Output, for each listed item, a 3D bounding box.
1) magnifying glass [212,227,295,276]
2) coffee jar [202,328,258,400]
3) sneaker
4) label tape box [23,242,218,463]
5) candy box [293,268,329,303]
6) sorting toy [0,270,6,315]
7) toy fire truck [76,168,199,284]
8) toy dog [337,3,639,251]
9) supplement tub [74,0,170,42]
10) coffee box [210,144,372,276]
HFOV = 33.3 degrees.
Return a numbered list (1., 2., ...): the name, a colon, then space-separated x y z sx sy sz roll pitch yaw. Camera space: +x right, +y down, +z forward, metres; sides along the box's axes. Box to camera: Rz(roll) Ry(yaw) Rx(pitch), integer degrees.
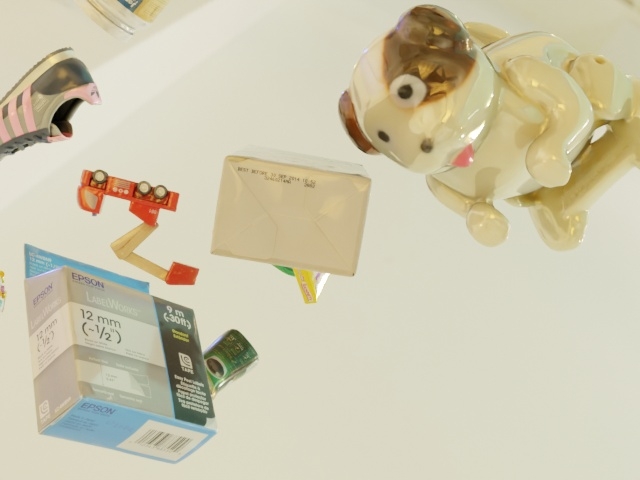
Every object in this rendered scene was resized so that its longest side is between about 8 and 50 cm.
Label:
1. magnifying glass: -0.117 0.016 2.186 0.231 0.092 0.026 17 -131 19
2. coffee jar: -0.214 0.258 2.115 0.096 0.079 0.184 51 -134 5
3. sneaker: -0.544 -0.215 2.016 0.131 0.319 0.112 51 -156 5
4. label tape box: -0.309 0.146 1.625 0.249 0.115 0.347 24 -141 -41
5. candy box: 0.000 0.000 1.753 0.206 0.027 0.105 -64 -39 -49
6. sorting toy: -0.580 0.097 1.913 0.045 0.075 0.083 -3 -124 1
7. toy fire truck: -0.256 -0.017 1.509 0.192 0.135 0.047 14 180 -8
8. toy dog: 0.232 -0.188 1.464 0.408 0.284 0.395 3 -118 -38
9. supplement tub: -0.322 -0.461 1.870 0.144 0.199 0.144 41 -169 -10
10. coffee box: -0.032 -0.044 1.322 0.168 0.118 0.297 10 -173 0
